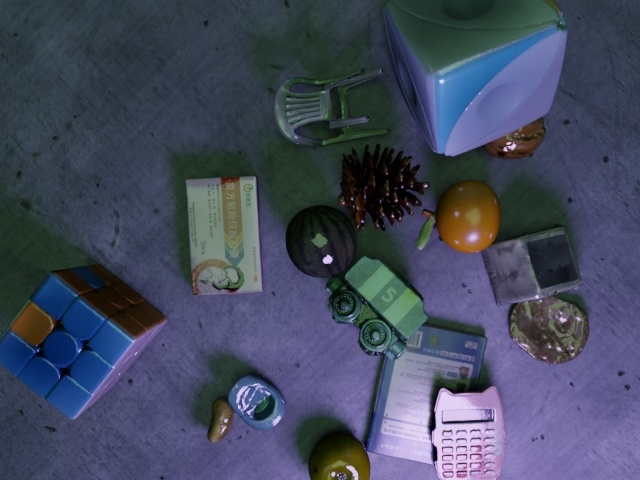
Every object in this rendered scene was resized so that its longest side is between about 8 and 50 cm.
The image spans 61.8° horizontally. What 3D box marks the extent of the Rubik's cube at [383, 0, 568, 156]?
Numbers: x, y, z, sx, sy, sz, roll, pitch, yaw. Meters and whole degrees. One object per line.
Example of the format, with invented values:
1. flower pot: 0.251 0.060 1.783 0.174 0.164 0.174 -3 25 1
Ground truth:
1. Rubik's cube: 0.388 -0.477 1.393 0.352 0.351 0.347 -20 59 2

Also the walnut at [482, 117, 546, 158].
1. walnut: 0.561 -0.313 1.550 0.184 0.155 0.155 -2 93 2

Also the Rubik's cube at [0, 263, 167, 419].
1. Rubik's cube: -0.673 0.270 1.529 0.292 0.291 0.290 38 93 0

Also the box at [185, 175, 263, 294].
1. box: -0.289 -0.015 1.623 0.214 0.069 0.353 -3 94 1

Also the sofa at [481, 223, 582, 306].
1. sofa: 0.630 0.075 1.592 0.226 0.176 0.210 -14 84 -27

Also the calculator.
1. calculator: 0.440 0.591 1.610 0.220 0.048 0.329 -2 96 0

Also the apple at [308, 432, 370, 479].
1. apple: 0.058 0.682 1.605 0.197 0.157 0.196 0 89 -3

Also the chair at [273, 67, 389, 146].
1. chair: 0.031 -0.387 1.542 0.275 0.191 0.203 -7 92 30

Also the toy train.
1. toy train: 0.161 0.193 1.567 0.238 0.167 0.299 -44 81 -2

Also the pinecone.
1. pinecone: 0.175 -0.149 1.523 0.264 0.264 0.264 0 93 1

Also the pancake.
1. pancake: 0.691 0.263 1.628 0.236 0.042 0.222 3 90 3

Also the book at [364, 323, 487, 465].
1. book: 0.324 0.473 1.646 0.300 0.039 0.427 12 93 0

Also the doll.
1. doll: 0.397 -0.070 1.547 0.236 0.213 0.213 2 93 15

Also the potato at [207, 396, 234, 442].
1. potato: -0.303 0.549 1.637 0.070 0.091 0.137 10 93 -13

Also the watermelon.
1. watermelon: 0.000 0.000 1.545 0.212 0.212 0.212 0 93 1

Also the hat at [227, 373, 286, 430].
1. hat: -0.198 0.487 1.638 0.191 0.078 0.138 45 79 -13
